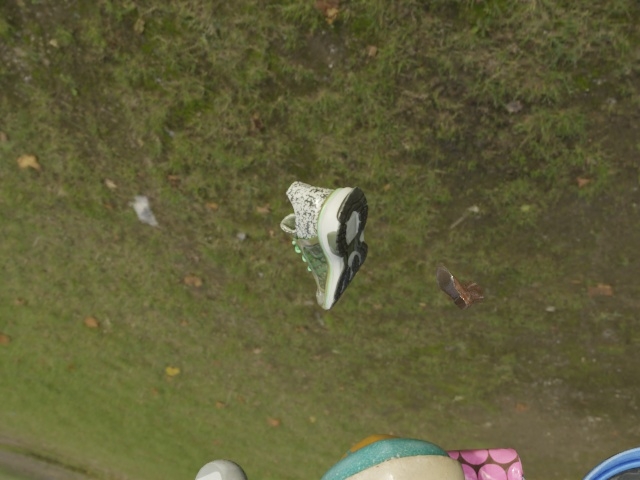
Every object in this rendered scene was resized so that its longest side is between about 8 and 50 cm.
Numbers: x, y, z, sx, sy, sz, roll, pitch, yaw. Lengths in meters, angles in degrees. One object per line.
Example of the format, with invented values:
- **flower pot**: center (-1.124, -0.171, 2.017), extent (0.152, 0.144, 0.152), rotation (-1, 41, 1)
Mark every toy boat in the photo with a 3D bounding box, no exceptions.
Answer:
- **toy boat**: center (0.013, 0.307, 0.797), extent (0.318, 0.148, 0.268), rotation (-10, 145, -10)

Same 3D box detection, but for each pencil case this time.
- **pencil case**: center (0.268, 0.437, 1.233), extent (0.209, 0.098, 0.095), rotation (-3, 165, 7)

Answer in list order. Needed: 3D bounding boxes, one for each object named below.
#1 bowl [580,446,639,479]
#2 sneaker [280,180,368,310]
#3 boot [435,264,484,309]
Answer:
- **bowl**: center (0.578, 0.538, 1.088), extent (0.391, 0.391, 0.077), rotation (11, 161, 10)
- **sneaker**: center (0.000, 0.000, 1.522), extent (0.182, 0.158, 0.410), rotation (28, 146, 19)
- **boot**: center (0.295, 0.092, 1.397), extent (0.037, 0.106, 0.114), rotation (-37, 165, 34)
